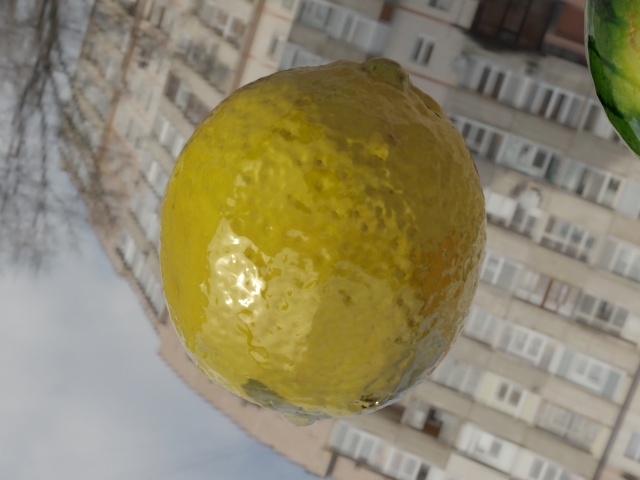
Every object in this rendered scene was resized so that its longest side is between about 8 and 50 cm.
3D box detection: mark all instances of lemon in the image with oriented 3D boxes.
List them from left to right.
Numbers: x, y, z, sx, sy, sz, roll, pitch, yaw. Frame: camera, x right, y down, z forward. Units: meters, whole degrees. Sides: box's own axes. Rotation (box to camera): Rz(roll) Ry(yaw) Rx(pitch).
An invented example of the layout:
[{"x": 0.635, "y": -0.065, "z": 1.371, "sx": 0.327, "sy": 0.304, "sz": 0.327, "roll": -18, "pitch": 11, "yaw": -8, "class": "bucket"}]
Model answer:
[{"x": 0.000, "y": 0.002, "z": 1.164, "sx": 0.336, "sy": 0.336, "sz": 0.336, "roll": 17, "pitch": -167, "yaw": -4, "class": "lemon"}]

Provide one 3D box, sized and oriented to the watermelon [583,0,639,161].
[{"x": 0.200, "y": -0.129, "z": 0.599, "sx": 0.127, "sy": 0.204, "sz": 0.232, "roll": 23, "pitch": -146, "yaw": -26, "class": "watermelon"}]
